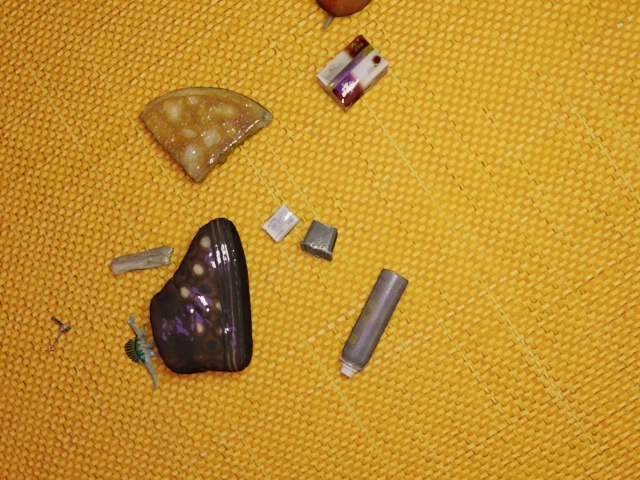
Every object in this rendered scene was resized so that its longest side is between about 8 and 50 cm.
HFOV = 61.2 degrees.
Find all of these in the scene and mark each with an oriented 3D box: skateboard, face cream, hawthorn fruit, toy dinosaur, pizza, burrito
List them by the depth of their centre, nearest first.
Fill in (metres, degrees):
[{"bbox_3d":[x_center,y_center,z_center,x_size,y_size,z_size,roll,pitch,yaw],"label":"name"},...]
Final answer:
[{"bbox_3d":[0.055,-0.636,1.304,0.199,0.199,0.251,25,106,6],"label":"hawthorn fruit"},{"bbox_3d":[0.125,0.206,1.335,0.073,0.073,0.284,26,92,5],"label":"face cream"},{"bbox_3d":[-0.293,-0.315,1.379,0.268,0.087,0.258,-40,82,3],"label":"pizza"},{"bbox_3d":[-0.464,0.052,1.411,0.171,0.042,0.051,-10,59,1],"label":"burrito"},{"bbox_3d":[-0.470,0.291,1.416,0.106,0.044,0.187,6,103,19],"label":"toy dinosaur"},{"bbox_3d":[-0.714,0.252,1.446,0.063,0.032,0.083,32,91,15],"label":"skateboard"}]

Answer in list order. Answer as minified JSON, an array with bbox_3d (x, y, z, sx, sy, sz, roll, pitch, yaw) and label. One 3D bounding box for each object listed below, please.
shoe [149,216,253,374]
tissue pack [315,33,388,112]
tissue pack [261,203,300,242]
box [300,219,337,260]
[{"bbox_3d":[-0.299,0.140,1.331,0.237,0.171,0.384,-4,97,2],"label":"shoe"},{"bbox_3d":[0.079,-0.410,1.333,0.148,0.099,0.106,-44,86,3],"label":"tissue pack"},{"bbox_3d":[-0.100,-0.043,1.376,0.062,0.042,0.083,44,94,3],"label":"tissue pack"},{"bbox_3d":[0.000,0.000,1.332,0.084,0.122,0.069,20,80,4],"label":"box"}]
